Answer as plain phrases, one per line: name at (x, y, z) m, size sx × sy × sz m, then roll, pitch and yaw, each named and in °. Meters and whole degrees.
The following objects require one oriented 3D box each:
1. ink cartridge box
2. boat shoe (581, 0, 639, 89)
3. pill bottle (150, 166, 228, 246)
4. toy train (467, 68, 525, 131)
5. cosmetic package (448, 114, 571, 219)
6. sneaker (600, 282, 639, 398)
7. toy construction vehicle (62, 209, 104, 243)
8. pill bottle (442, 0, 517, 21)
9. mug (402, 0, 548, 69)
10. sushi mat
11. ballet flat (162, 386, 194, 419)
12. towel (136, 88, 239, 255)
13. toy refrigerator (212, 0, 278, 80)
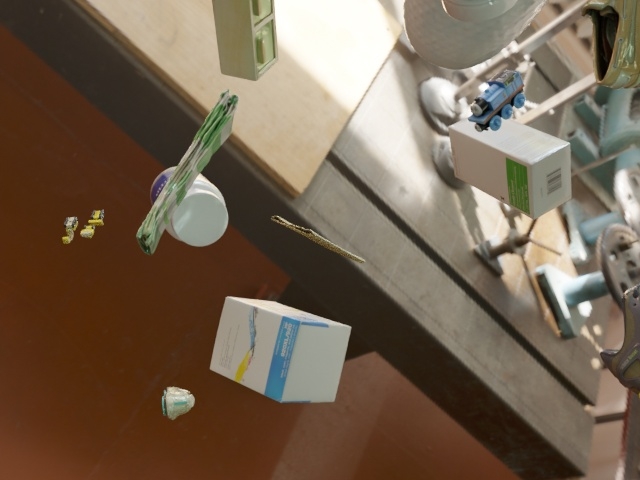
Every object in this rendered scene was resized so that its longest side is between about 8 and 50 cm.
ink cartridge box at (-0.088, 0.229, 1.387) m, size 0.171 × 0.233 × 0.168 m, roll 14°, pitch 88°, yaw -49°
boat shoe at (0.332, -0.268, 0.738) m, size 0.072 × 0.068 × 0.190 m, roll -5°, pitch 86°, yaw -18°
pill bottle at (-0.311, -0.081, 1.547) m, size 0.153 × 0.265 × 0.153 m, roll -7°, pitch 109°, yaw -21°
toy train at (0.472, -0.374, 1.748) m, size 0.184 × 0.080 × 0.105 m, roll -42°, pitch 121°, yaw -12°
cosmetic package at (0.561, -0.237, 1.947) m, size 0.155 × 0.365 × 0.197 m, roll -28°, pitch 125°, yaw -16°
sneaker at (0.443, 0.069, 0.791) m, size 0.111 × 0.300 × 0.121 m, roll 5°, pitch 24°, yaw -47°
toy construction vehicle at (-0.559, -0.030, 1.537) m, size 0.086 × 0.035 × 0.098 m, roll -5°, pitch 37°, yaw -3°
pill bottle at (0.109, -0.240, 0.475) m, size 0.152 × 0.086 × 0.086 m, roll 56°, pitch 34°, yaw -53°
mug at (0.279, -0.544, 1.270) m, size 0.276 × 0.328 × 0.374 m, roll -21°, pitch 67°, yaw -27°
sushi mat at (0.000, 0.000, 1.853) m, size 0.316 × 0.151 × 0.019 m, roll 28°, pitch 87°, yaw -55°
ballet flat at (-0.243, 0.280, 1.117) m, size 0.052 × 0.168 × 0.057 m, roll -7°, pitch 83°, yaw -14°
towel at (-0.258, -0.122, 1.278) m, size 0.038 × 0.248 × 0.325 m, roll 30°, pitch 78°, yaw -7°
toy refrigerator at (-0.144, -0.459, 1.263) m, size 0.094 × 0.269 × 0.102 m, roll 16°, pitch 43°, yaw 18°
